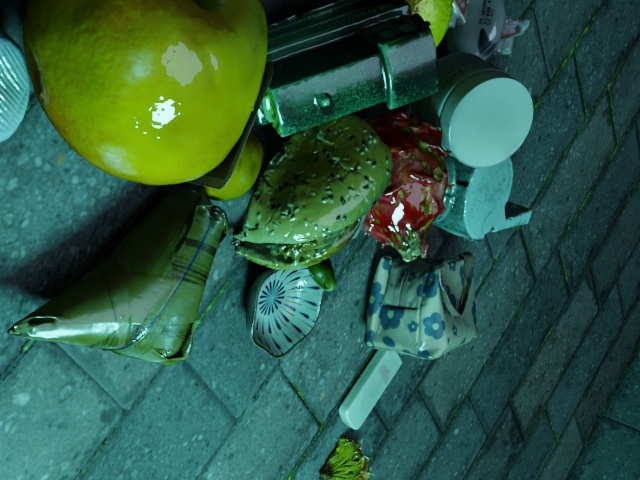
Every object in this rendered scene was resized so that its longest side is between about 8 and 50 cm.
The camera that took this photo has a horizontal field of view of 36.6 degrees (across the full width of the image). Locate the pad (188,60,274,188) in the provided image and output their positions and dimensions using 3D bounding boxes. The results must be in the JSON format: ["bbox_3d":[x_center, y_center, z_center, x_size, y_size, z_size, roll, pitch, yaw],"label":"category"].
[{"bbox_3d":[-0.136,-0.157,1.307,0.002,0.266,0.176,23,87,-24],"label":"pad"}]

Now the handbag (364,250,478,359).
[{"bbox_3d":[0.209,0.118,1.952,0.251,0.190,0.193,-13,110,-59],"label":"handbag"}]

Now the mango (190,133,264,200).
[{"bbox_3d":[-0.138,-0.113,1.452,0.163,0.090,0.111,9,100,-64],"label":"mango"}]

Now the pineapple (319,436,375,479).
[{"bbox_3d":[0.052,0.473,1.999,0.116,0.137,0.069,-22,133,7],"label":"pineapple"}]

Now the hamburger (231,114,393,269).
[{"bbox_3d":[-0.002,-0.073,1.533,0.288,0.192,0.167,-58,165,-19],"label":"hamburger"}]

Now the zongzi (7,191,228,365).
[{"bbox_3d":[-0.270,0.030,1.322,0.289,0.123,0.260,25,81,-51],"label":"zongzi"}]

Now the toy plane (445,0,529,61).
[{"bbox_3d":[0.308,-0.450,1.843,0.252,0.118,0.252,-7,101,-39],"label":"toy plane"}]

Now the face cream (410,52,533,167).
[{"bbox_3d":[0.275,-0.241,1.772,0.177,0.153,0.177,-13,123,-20],"label":"face cream"}]

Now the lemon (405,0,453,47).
[{"bbox_3d":[0.132,-0.390,1.607,0.181,0.181,0.193,-30,150,-43],"label":"lemon"}]

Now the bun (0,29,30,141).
[{"bbox_3d":[-0.393,-0.177,1.085,0.141,0.083,0.140,-35,131,-53],"label":"bun"}]

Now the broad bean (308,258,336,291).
[{"bbox_3d":[-0.005,-0.003,1.639,0.069,0.226,0.039,24,129,-21],"label":"broad bean"}]

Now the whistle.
[{"bbox_3d":[0.298,-0.081,1.980,0.188,0.168,0.405,-63,144,-11],"label":"whistle"}]

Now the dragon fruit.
[{"bbox_3d":[0.127,-0.091,1.692,0.210,0.205,0.268,0,72,-32],"label":"dragon fruit"}]

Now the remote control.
[{"bbox_3d":[0.104,0.305,2.029,0.190,0.029,0.087,-55,142,-21],"label":"remote control"}]

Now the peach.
[{"bbox_3d":[-0.208,-0.205,1.152,0.289,0.289,0.308,-25,159,-45],"label":"peach"}]

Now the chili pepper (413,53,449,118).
[{"bbox_3d":[0.242,-0.274,1.906,0.216,0.062,0.108,-55,142,-17],"label":"chili pepper"}]

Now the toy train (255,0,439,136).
[{"bbox_3d":[0.024,-0.262,1.445,0.330,0.178,0.138,-22,129,-13],"label":"toy train"}]

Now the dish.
[{"bbox_3d":[-0.075,0.102,1.660,0.191,0.066,0.190,-27,128,-42],"label":"dish"}]
